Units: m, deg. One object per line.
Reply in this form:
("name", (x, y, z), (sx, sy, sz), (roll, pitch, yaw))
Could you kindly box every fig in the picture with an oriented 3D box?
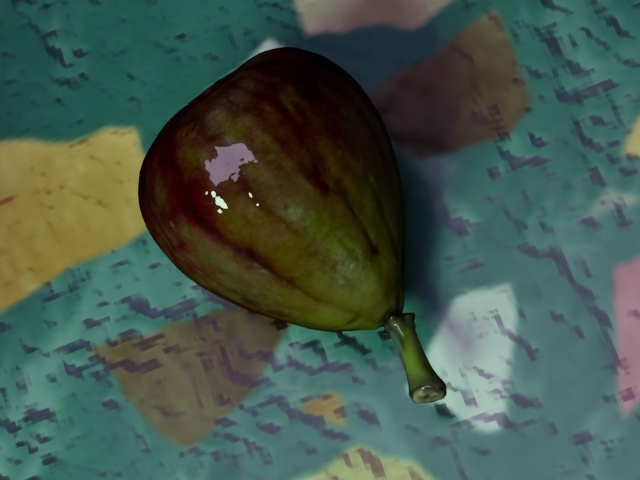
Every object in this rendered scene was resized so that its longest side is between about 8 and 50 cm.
("fig", (0.000, 0.000, 0.536), (0.089, 0.089, 0.125), (-38, 96, 3))
